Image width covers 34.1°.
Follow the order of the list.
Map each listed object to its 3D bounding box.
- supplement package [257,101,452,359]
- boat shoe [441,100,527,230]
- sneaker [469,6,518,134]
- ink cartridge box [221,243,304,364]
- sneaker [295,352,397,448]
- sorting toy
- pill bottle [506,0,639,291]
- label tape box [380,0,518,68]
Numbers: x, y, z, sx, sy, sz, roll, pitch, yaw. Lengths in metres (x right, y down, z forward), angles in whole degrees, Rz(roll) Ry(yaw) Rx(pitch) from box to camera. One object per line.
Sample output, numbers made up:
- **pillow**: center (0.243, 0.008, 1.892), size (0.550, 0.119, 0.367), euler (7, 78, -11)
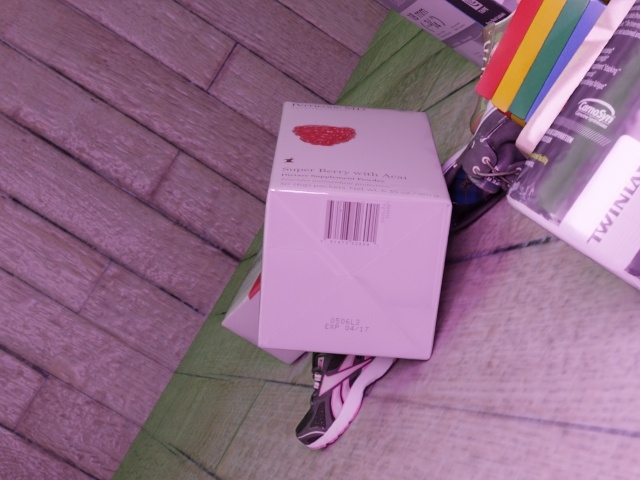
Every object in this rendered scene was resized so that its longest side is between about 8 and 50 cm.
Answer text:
- **supplement package**: center (0.032, -0.023, 1.125), size (0.293, 0.178, 0.175), euler (-89, 3, -66)
- **boat shoe**: center (0.176, -0.078, 1.083), size (0.228, 0.080, 0.076), euler (-45, 22, 56)
- **sneaker**: center (0.218, -0.214, 1.215), size (0.192, 0.086, 0.064), euler (-54, -19, 10)
- **ink cartridge box**: center (0.000, 0.000, 1.549), size (0.226, 0.131, 0.306), euler (-47, 13, 51)
- **sneaker**: center (0.018, 0.146, 1.159), size (0.178, 0.077, 0.072), euler (-56, 9, 15)
- **sorting toy**: center (0.222, -0.178, 0.828), size (0.255, 0.089, 0.257), euler (-57, -15, 7)
- **pill bottle**: center (0.236, -0.092, 0.657), size (0.245, 0.130, 0.130), euler (-57, 10, 7)
- **label tape box**: center (0.147, -0.361, 1.338), size (0.106, 0.334, 0.240), euler (-59, 9, -6)
